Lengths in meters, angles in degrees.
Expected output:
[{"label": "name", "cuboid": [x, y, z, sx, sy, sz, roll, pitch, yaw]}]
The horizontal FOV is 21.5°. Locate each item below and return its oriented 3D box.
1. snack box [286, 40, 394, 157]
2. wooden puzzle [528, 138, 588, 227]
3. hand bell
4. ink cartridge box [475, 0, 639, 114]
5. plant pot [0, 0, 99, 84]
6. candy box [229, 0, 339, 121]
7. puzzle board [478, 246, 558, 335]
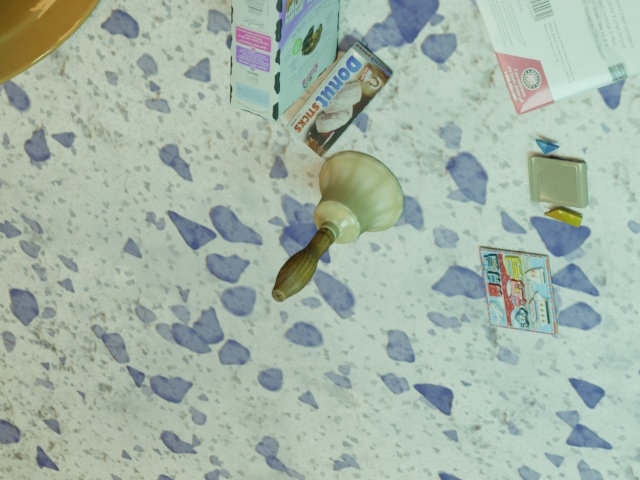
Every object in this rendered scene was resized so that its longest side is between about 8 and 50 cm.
[{"label": "snack box", "cuboid": [0.024, -0.180, 2.162, 0.064, 0.022, 0.178, 42, 136, -1]}, {"label": "wooden puzzle", "cuboid": [0.294, -0.072, 2.081, 0.079, 0.014, 0.116, 13, 130, 18]}, {"label": "hand bell", "cuboid": [0.000, 0.000, 2.163, 0.126, 0.242, 0.126, 18, 132, 21]}, {"label": "ink cartridge box", "cuboid": [0.290, -0.252, 1.820, 0.218, 0.092, 0.158, -18, 111, 12]}, {"label": "plant pot", "cuboid": [-0.450, -0.347, 2.173, 0.203, 0.291, 0.291, 52, 136, 9]}, {"label": "candy box", "cuboid": [-0.041, -0.270, 2.031, 0.070, 0.165, 0.196, 20, 132, 19]}, {"label": "puzzle board", "cuboid": [0.260, 0.068, 2.214, 0.096, 0.011, 0.128, 8, 128, 28]}]
